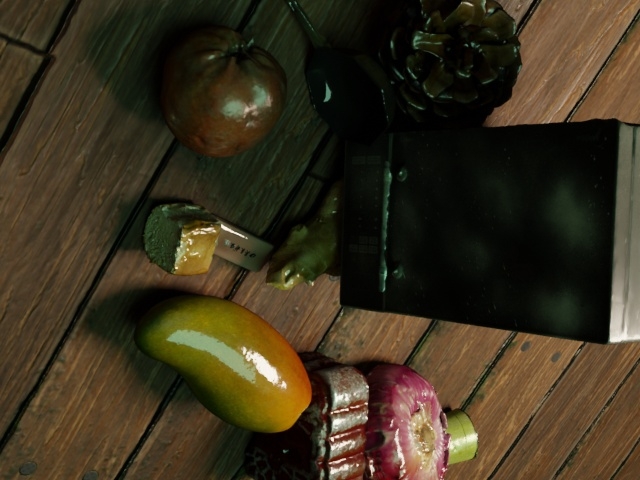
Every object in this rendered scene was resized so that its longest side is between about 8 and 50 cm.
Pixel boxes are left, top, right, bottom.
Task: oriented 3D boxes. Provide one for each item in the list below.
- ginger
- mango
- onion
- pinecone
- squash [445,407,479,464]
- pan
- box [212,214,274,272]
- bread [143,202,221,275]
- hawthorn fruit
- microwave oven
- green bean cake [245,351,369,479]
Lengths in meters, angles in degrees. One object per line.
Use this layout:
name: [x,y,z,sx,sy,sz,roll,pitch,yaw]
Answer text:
ginger: [0.011,0.003,1.375,0.205,0.081,0.115,-47,148,-7]
mango: [-0.124,0.162,1.356,0.146,0.129,0.289,-33,128,8]
onion: [0.108,0.314,1.590,0.230,0.163,0.229,13,73,-52]
pinecone: [0.160,-0.233,1.235,0.179,0.184,0.204,-47,168,4]
squash: [0.160,0.352,1.714,0.224,0.094,0.094,-5,122,-22]
pan: [0.037,-0.217,1.224,0.048,0.128,0.202,-43,135,-33]
box: [-0.114,0.006,1.330,0.115,0.025,0.048,28,103,-42]
bread: [-0.175,-0.003,1.254,0.070,0.077,0.083,-5,122,-45]
hawthorn fruit: [-0.114,-0.152,1.144,0.149,0.149,0.189,-8,119,-30]
microwave oven: [0.285,-0.012,1.257,0.374,0.432,0.236,3,91,-40]
green bean cake: [-0.023,0.289,1.510,0.097,0.199,0.232,-6,107,-41]
